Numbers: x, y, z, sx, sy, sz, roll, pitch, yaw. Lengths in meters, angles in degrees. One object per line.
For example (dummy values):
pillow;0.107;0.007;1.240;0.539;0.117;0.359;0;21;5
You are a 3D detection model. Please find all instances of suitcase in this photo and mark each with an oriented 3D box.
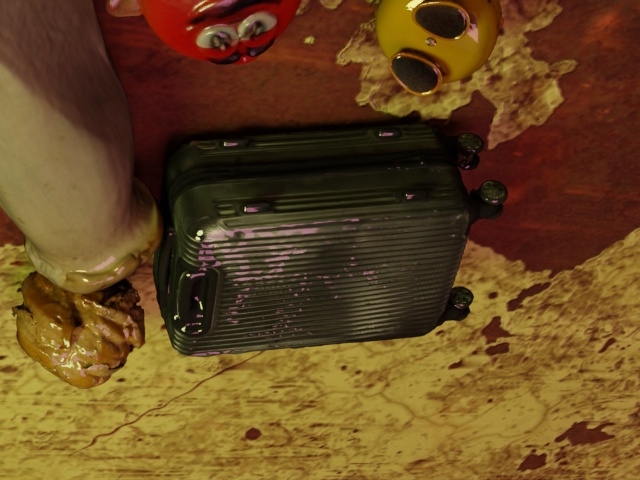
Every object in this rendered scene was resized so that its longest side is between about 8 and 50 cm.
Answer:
suitcase;0.000;0.000;1.365;0.312;0.128;0.202;-6;138;-17

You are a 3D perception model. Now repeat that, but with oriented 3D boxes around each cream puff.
cream puff;-0.219;0.070;1.370;0.133;0.119;0.104;-11;128;-54

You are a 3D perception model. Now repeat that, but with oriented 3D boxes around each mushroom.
mushroom;-0.223;-0.109;1.148;0.137;0.154;0.407;-3;149;7

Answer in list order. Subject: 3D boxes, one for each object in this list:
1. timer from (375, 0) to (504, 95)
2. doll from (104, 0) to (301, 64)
timer;0.102;-0.189;1.247;0.107;0.109;0.107;8;128;10
doll;-0.086;-0.214;1.131;0.183;0.085;0.217;-10;132;-7
